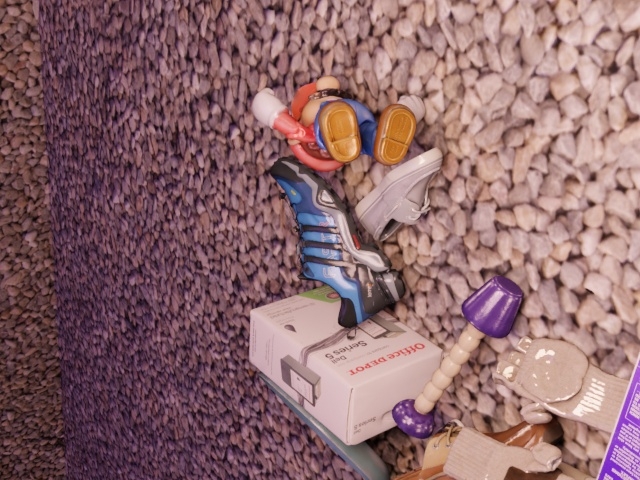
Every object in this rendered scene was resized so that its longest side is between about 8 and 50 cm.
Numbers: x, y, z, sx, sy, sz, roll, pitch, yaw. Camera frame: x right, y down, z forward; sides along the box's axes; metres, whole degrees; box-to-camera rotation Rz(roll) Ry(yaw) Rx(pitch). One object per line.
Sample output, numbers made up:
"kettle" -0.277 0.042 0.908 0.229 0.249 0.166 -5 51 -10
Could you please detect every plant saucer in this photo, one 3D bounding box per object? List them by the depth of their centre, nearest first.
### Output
"plant saucer" 0.013 0.334 1.455 0.317 0.044 0.317 42 169 10

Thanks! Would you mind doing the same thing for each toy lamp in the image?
"toy lamp" 0.199 0.169 1.170 0.080 0.080 0.275 46 122 34

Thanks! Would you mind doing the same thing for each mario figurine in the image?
"mario figurine" 0.024 -0.195 1.206 0.198 0.170 0.320 38 178 -19

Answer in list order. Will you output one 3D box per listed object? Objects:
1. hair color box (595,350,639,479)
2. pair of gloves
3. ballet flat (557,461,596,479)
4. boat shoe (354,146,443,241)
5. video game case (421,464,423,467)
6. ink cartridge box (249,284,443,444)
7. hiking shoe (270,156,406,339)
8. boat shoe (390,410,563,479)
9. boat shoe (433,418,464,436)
"hair color box" 0.394 0.229 0.867 0.110 0.185 0.339 36 132 40
"pair of gloves" 0.281 0.244 1.049 0.204 0.042 0.240 29 86 47
"ballet flat" 0.386 0.380 1.051 0.248 0.086 0.086 58 143 19
"boat shoe" 0.129 -0.063 1.223 0.081 0.079 0.227 59 150 8
"video game case" 0.223 0.466 1.319 0.204 0.025 0.285 42 136 21
"ink cartridge box" 0.038 0.192 1.343 0.273 0.198 0.115 31 126 44
"hiking shoe" 0.000 0.000 1.287 0.304 0.132 0.113 52 180 13
"boat shoe" 0.198 0.333 1.177 0.324 0.122 0.120 -44 69 27
"boat shoe" 0.197 0.340 1.322 0.046 0.038 0.125 51 140 29
